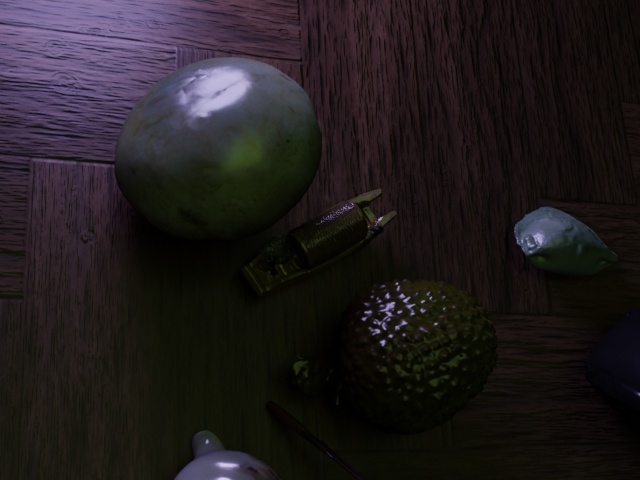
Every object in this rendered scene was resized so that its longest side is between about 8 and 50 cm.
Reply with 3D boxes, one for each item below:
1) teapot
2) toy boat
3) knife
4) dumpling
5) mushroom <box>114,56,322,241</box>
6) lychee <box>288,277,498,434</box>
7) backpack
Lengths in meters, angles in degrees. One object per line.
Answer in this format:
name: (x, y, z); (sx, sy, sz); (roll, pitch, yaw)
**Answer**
teapot: (-0.137, 0.440, 1.401); (0.204, 0.139, 0.298); (-23, 83, 2)
toy boat: (0.000, 0.000, 1.609); (0.310, 0.115, 0.089); (-27, 83, -25)
knife: (-0.001, 0.338, 1.480); (0.247, 0.035, 0.018); (35, 86, 30)
dumpling: (0.487, -0.005, 1.791); (0.217, 0.105, 0.149); (10, 75, -12)
mushroom: (-0.170, -0.143, 1.499); (0.352, 0.260, 0.352); (-11, 47, 12)
lychee: (0.137, 0.197, 1.515); (0.270, 0.270, 0.320); (45, 104, -1)
backpack: (0.742, 0.300, 1.669); (0.446, 0.363, 0.255); (36, 87, -18)
